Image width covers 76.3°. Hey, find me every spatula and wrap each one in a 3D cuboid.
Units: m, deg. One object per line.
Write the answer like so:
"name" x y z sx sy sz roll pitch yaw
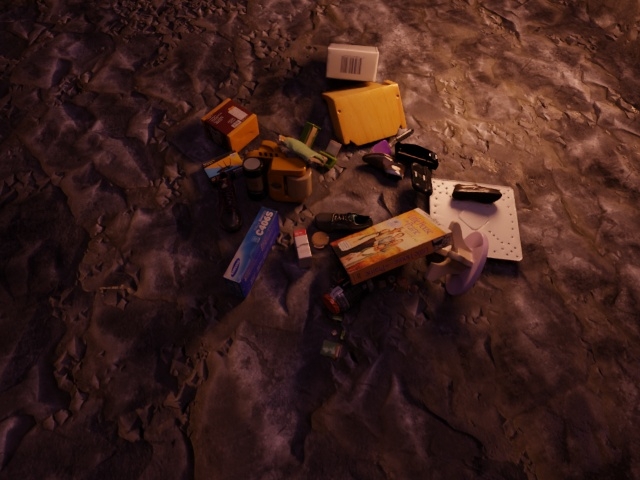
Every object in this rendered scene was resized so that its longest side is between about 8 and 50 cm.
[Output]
"spatula" 0.377 -0.500 2.063 0.296 0.030 0.084 -37 108 -26

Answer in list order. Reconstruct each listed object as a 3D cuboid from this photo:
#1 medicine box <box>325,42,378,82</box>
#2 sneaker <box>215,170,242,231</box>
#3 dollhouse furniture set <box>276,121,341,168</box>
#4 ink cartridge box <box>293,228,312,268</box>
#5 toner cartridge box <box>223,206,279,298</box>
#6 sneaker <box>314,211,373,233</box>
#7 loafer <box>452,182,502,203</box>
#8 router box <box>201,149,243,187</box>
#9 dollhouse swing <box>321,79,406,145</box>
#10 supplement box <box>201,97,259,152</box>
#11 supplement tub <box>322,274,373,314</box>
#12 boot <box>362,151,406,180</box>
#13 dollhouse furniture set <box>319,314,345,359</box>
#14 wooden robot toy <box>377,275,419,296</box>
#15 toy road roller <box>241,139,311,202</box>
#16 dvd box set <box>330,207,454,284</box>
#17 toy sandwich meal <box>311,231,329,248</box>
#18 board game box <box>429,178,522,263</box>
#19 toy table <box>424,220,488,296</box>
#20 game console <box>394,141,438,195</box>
"medicine box" 0.170 -0.963 2.196 0.263 0.149 0.289 6 30 2
"sneaker" -0.421 -0.188 1.799 0.106 0.163 0.282 -13 61 -9
"dollhouse furniture set" -0.038 -0.449 1.865 0.197 0.301 0.151 31 104 18
"ink cartridge box" -0.077 0.036 1.718 0.056 0.099 0.135 -10 61 -7
"toner cartridge box" -0.273 0.048 1.670 0.075 0.165 0.348 19 61 10
"sneaker" 0.104 -0.092 1.793 0.267 0.106 0.101 8 62 4
"loafer" 0.708 -0.226 1.839 0.219 0.080 0.079 7 61 3
"router box" -0.461 -0.345 1.954 0.178 0.046 0.133 -27 64 -16
"dollhouse swing" 0.206 -0.676 2.151 0.346 0.305 0.316 -19 104 -12
"supplement box" -0.447 -0.568 2.032 0.194 0.129 0.191 35 66 17
"supplement tub" 0.107 0.203 1.619 0.190 0.117 0.117 -35 67 -20
"boot" 0.305 -0.355 1.960 0.219 0.082 0.106 9 58 2
"dollhouse furniture set" 0.052 0.369 1.557 0.076 0.059 0.152 14 61 7
"wooden robot toy" 0.324 0.172 1.664 0.173 0.079 0.076 9 61 3
"toy road roller" -0.195 -0.328 1.865 0.329 0.203 0.241 6 55 4
"dvd box set" 0.271 0.012 1.632 0.420 0.062 0.308 -21 25 -2
"toy sandwich meal" 0.000 0.000 1.783 0.085 0.029 0.086 0 56 0
"board game box" 0.684 -0.092 1.839 0.389 0.050 0.390 7 60 2
"toy table" 0.532 0.070 1.620 0.160 0.252 0.275 23 83 -18
"game console" 0.454 -0.342 1.910 0.213 0.044 0.362 15 44 -7
